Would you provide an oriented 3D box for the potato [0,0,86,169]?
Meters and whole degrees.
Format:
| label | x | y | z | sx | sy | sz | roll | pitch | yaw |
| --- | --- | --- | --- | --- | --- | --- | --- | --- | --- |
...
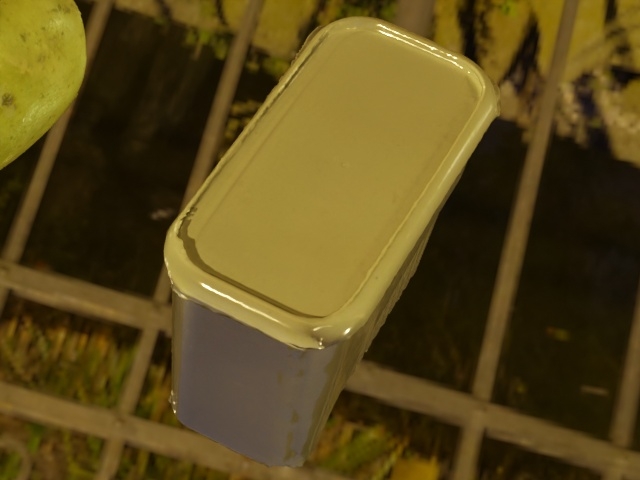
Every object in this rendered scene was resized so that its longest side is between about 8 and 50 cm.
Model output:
| label | x | y | z | sx | sy | sz | roll | pitch | yaw |
| --- | --- | --- | --- | --- | --- | --- | --- | --- | --- |
| potato | -0.337 | -0.124 | 1.158 | 0.304 | 0.216 | 0.216 | -11 | 171 | -29 |

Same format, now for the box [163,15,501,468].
| label | x | y | z | sx | sy | sz | roll | pitch | yaw |
| --- | --- | --- | --- | --- | --- | --- | --- | --- | --- |
| box | 0.000 | 0.000 | 0.960 | 0.138 | 0.274 | 0.178 | 26 | 141 | 12 |
